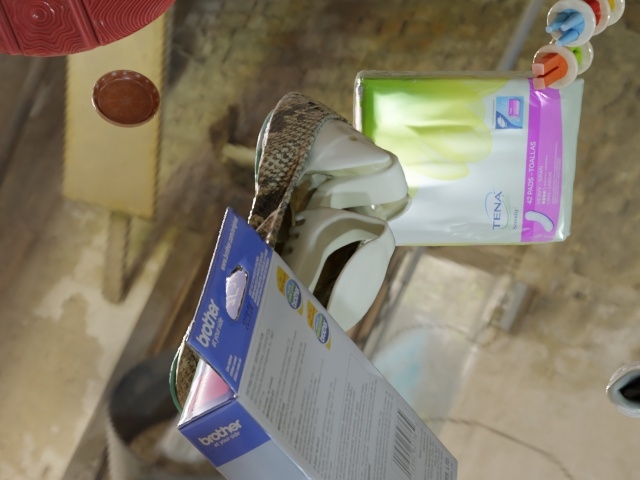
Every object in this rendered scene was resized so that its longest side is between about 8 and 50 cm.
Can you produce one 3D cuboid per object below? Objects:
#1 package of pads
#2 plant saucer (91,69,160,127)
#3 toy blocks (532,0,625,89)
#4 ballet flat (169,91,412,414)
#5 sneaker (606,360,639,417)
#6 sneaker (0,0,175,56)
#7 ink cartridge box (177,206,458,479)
[{"bbox_3d":[0.188,-0.106,1.560,0.296,0.229,0.101,0,-164,-5],"label":"package of pads"},{"bbox_3d":[-0.241,-0.174,1.461,0.083,0.083,0.013,25,149,-1],"label":"plant saucer"},{"bbox_3d":[0.263,-0.212,1.275,0.054,0.123,0.148,37,-143,13],"label":"toy blocks"},{"bbox_3d":[0.000,0.000,1.199,0.182,0.483,0.164,-17,125,30],"label":"ballet flat"},{"bbox_3d":[0.463,0.177,1.454,0.232,0.090,0.115,-20,171,23],"label":"sneaker"},{"bbox_3d":[-0.154,-0.147,0.541,0.221,0.128,0.087,-2,132,13],"label":"sneaker"},{"bbox_3d":[-0.003,0.139,0.880,0.311,0.065,0.186,52,-156,-23],"label":"ink cartridge box"}]
